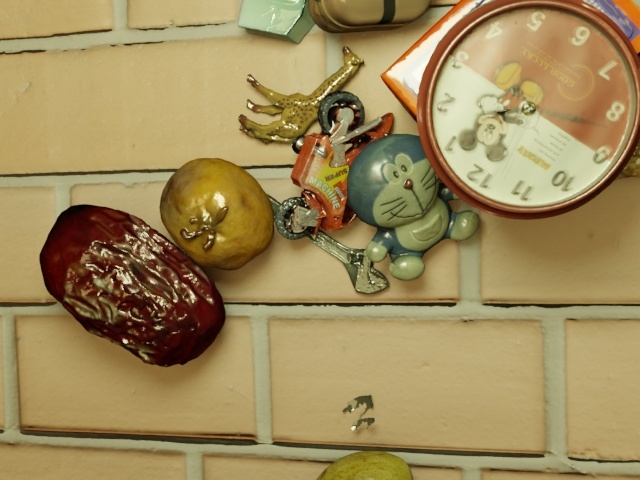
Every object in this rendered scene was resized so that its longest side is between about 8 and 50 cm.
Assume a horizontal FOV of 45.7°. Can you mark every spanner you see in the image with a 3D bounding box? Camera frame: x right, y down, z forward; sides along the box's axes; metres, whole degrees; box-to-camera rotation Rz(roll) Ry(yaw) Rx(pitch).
[{"bbox_3d":[0.000,0.000,1.498,0.325,0.026,0.093,33,99,11],"label":"spanner"}]

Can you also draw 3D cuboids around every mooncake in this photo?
[{"bbox_3d":[0.199,0.419,1.455,0.150,0.057,0.347,-39,81,-2],"label":"mooncake"}]

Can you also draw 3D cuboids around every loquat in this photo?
[{"bbox_3d":[-0.192,-0.053,1.427,0.193,0.238,0.238,-37,85,7],"label":"loquat"}]

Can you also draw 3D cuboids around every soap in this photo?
[{"bbox_3d":[-0.061,-0.505,1.455,0.145,0.091,0.231,14,96,10],"label":"soap"}]

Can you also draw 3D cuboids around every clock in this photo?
[{"bbox_3d":[0.295,-0.188,1.077,0.318,0.080,0.319,1,100,7],"label":"clock"}]

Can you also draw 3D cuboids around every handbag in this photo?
[{"bbox_3d":[0.115,-0.528,1.365,0.283,0.149,0.302,-4,95,-25],"label":"handbag"}]

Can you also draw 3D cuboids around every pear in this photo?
[{"bbox_3d":[0.083,0.512,1.415,0.211,0.188,0.229,-15,86,8],"label":"pear"}]

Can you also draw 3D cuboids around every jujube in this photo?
[{"bbox_3d":[-0.366,0.089,1.463,0.376,0.258,0.258,42,100,9],"label":"jujube"}]

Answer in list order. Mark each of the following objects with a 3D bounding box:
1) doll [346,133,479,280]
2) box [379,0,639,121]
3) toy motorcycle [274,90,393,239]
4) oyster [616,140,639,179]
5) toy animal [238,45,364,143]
[{"bbox_3d":[0.154,-0.072,1.353,0.228,0.258,0.154,-36,46,-6],"label":"doll"},{"bbox_3d":[0.324,-0.278,1.266,0.348,0.318,0.257,-42,83,10],"label":"box"},{"bbox_3d":[0.024,-0.129,1.432,0.171,0.089,0.298,21,95,-25],"label":"toy motorcycle"},{"bbox_3d":[0.634,-0.211,1.307,0.341,0.110,0.166,-26,93,-1],"label":"oyster"},{"bbox_3d":[-0.038,-0.275,1.478,0.275,0.054,0.149,-14,86,15],"label":"toy animal"}]
